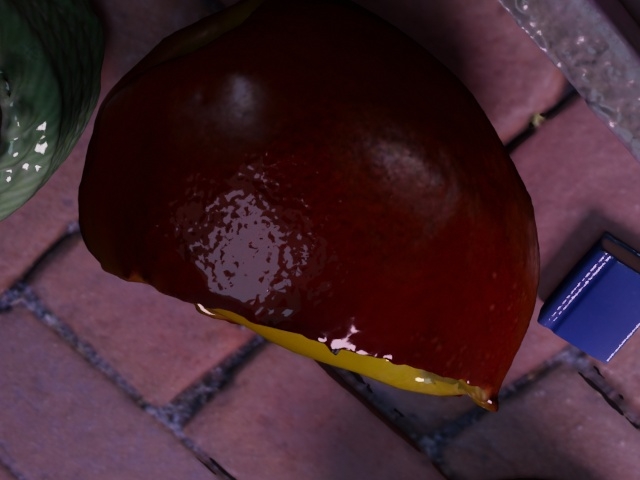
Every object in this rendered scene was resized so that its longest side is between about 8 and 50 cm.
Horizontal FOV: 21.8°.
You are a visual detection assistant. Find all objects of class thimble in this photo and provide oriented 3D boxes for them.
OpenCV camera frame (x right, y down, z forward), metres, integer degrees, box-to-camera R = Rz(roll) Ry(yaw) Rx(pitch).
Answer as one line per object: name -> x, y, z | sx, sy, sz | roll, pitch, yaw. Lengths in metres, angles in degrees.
thimble -> -0.272, -0.116, 1.201 | 0.219, 0.150, 0.219 | 7, 121, 12

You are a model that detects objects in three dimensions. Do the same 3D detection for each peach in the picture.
peach -> 0.000, 0.000, 1.126 | 0.281, 0.281, 0.338 | -19, 113, 26

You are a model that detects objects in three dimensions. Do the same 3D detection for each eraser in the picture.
eraser -> 0.210, 0.043, 1.224 | 0.063, 0.027, 0.084 | 32, 125, -3

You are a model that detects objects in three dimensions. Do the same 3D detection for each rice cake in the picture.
rice cake -> 0.136, -0.184, 1.083 | 0.064, 0.070, 0.399 | -36, 106, 27

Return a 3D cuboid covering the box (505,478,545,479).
box -> 0.168, 0.324, 1.335 | 0.226, 0.149, 0.226 | 8, 122, 12
